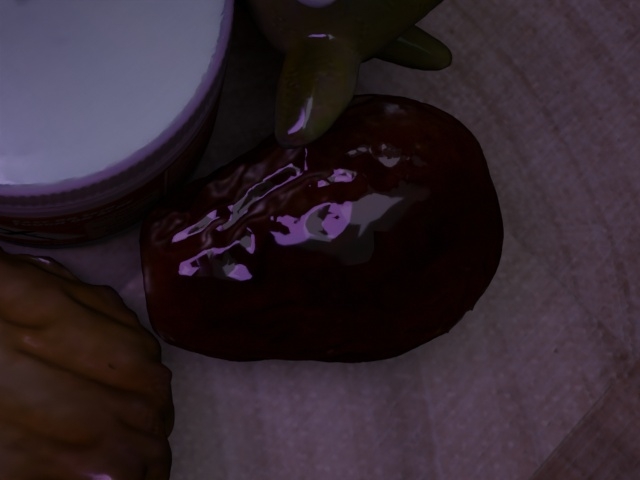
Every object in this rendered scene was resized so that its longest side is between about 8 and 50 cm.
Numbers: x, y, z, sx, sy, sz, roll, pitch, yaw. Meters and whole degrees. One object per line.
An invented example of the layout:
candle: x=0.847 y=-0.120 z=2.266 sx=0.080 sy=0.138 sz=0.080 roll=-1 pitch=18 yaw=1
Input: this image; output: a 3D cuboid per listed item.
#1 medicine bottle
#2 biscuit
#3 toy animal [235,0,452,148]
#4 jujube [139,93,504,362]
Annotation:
medicine bottle: x=-0.189 y=-0.131 z=0.761 sx=0.253 sy=0.241 sz=0.252 roll=1 pitch=81 yaw=-8
biscuit: x=-0.256 y=0.119 z=0.720 sx=0.326 sy=0.107 sz=0.325 roll=11 pitch=37 yaw=-9
toy animal: x=0.024 y=-0.186 z=0.751 sx=0.180 sy=0.363 sz=0.181 roll=-8 pitch=121 yaw=-9
jujube: x=0.000 y=0.000 z=0.803 sx=0.255 sy=0.190 sz=0.190 roll=-12 pitch=84 yaw=-4
